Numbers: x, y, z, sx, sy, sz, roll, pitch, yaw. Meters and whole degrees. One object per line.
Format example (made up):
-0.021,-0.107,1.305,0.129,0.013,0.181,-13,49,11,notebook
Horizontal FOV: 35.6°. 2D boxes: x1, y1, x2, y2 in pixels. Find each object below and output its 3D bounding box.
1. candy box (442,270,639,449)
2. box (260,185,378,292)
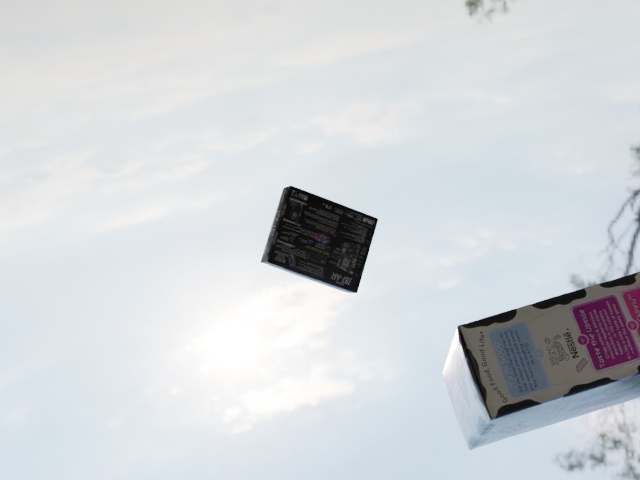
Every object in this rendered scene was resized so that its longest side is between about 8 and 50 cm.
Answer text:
0.214,0.079,0.736,0.233,0.071,0.159,-17,161,-4,candy box
0.000,0.000,0.821,0.083,0.067,0.018,19,170,-19,box
